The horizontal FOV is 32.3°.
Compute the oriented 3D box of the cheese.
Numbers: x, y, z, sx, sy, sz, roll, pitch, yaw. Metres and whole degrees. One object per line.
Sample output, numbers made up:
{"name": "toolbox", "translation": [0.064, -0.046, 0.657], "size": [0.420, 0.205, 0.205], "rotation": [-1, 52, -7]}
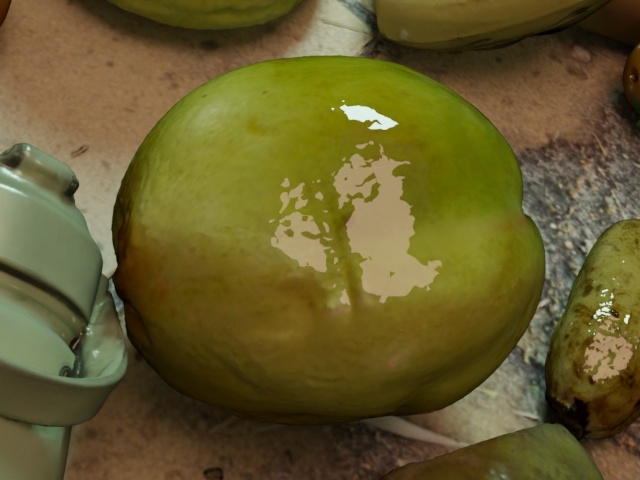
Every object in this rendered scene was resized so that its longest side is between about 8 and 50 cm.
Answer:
{"name": "cheese", "translation": [0.207, -0.316, 1.161], "size": [0.316, 0.128, 0.259], "rotation": [-1, 65, 12]}

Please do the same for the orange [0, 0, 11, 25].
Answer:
{"name": "orange", "translation": [-0.344, -0.237, 0.963], "size": [0.156, 0.124, 0.156], "rotation": [21, 43, -21]}

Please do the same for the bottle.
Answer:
{"name": "bottle", "translation": [-0.241, 0.094, 0.698], "size": [0.229, 0.229, 0.351], "rotation": [20, 66, -8]}

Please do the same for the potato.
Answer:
{"name": "potato", "translation": [0.142, 0.225, 0.866], "size": [0.269, 0.112, 0.255], "rotation": [44, 54, 8]}

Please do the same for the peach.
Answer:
{"name": "peach", "translation": [0.005, 0.000, 0.838], "size": [0.316, 0.314, 0.281], "rotation": [-9, 84, -8]}

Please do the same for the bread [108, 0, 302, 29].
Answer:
{"name": "bread", "translation": [-0.111, -0.403, 1.050], "size": [0.348, 0.308, 0.348], "rotation": [9, 60, -15]}

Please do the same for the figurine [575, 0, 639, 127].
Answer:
{"name": "figurine", "translation": [0.405, -0.221, 1.243], "size": [0.324, 0.124, 0.222], "rotation": [37, 54, 0]}

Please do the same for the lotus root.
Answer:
{"name": "lotus root", "translation": [0.275, 0.073, 1.015], "size": [0.110, 0.097, 0.258], "rotation": [49, 48, -25]}
